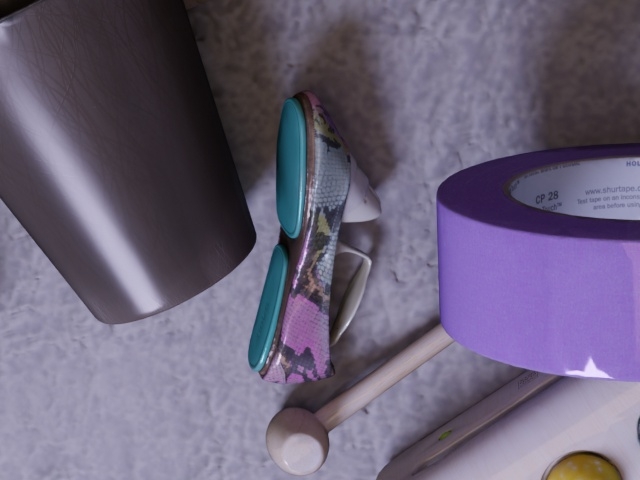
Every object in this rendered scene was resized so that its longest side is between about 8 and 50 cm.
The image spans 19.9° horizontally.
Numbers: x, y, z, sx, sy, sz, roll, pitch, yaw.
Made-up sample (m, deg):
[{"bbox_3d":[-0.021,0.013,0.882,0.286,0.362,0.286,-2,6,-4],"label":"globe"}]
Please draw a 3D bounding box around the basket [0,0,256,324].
[{"bbox_3d":[-0.147,-0.071,1.237,0.204,0.154,0.227,-24,109,11],"label":"basket"}]

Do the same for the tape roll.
[{"bbox_3d":[0.213,0.007,1.175,0.275,0.275,0.090,-3,104,4],"label":"tape roll"}]

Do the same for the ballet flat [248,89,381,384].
[{"bbox_3d":[0.000,0.000,1.296,0.079,0.077,0.221,2,110,-17],"label":"ballet flat"}]

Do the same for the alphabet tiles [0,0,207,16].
[{"bbox_3d":[-0.187,-0.249,1.268,0.198,0.009,0.237,-22,102,9],"label":"alphabet tiles"}]

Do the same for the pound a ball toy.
[{"bbox_3d":[0.139,0.142,1.287,0.319,0.136,0.208,-34,101,10],"label":"pound a ball toy"}]
